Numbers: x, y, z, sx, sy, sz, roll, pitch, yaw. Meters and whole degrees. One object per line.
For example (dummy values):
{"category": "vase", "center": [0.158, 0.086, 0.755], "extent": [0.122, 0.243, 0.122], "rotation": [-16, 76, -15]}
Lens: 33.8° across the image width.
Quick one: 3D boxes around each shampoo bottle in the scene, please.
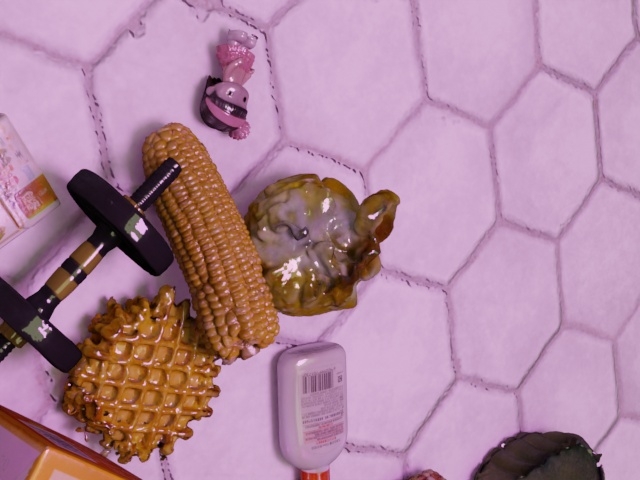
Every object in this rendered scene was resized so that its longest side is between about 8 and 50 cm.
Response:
{"category": "shampoo bottle", "center": [-0.009, 0.252, 1.424], "extent": [0.108, 0.051, 0.221], "rotation": [-9, 102, -38]}

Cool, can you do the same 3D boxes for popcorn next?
{"category": "popcorn", "center": [0.000, 0.000, 1.312], "extent": [0.198, 0.212, 0.198], "rotation": [-9, 90, -69]}

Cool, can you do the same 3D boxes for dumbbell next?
{"category": "dumbbell", "center": [-0.264, 0.033, 1.125], "extent": [0.325, 0.143, 0.143], "rotation": [-48, 122, -15]}

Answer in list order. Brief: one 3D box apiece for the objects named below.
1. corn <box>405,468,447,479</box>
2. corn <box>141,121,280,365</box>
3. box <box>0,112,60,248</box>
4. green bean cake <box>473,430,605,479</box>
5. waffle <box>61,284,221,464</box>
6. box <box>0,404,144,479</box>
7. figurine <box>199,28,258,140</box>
{"category": "corn", "center": [0.092, 0.427, 1.499], "extent": [0.289, 0.098, 0.098], "rotation": [-32, 115, -31]}
{"category": "corn", "center": [-0.132, 0.000, 1.228], "extent": [0.101, 0.101, 0.292], "rotation": [-19, 84, -35]}
{"category": "box", "center": [-0.391, -0.024, 1.100], "extent": [0.220, 0.032, 0.122], "rotation": [-41, 121, -27]}
{"category": "green bean cake", "center": [0.355, 0.428, 1.688], "extent": [0.222, 0.125, 0.227], "rotation": [-19, 106, -32]}
{"category": "waffle", "center": [-0.211, 0.161, 1.246], "extent": [0.197, 0.070, 0.193], "rotation": [-48, 122, -20]}
{"category": "box", "center": [-0.307, 0.321, 1.053], "extent": [0.213, 0.283, 0.260], "rotation": [34, 76, -35]}
{"category": "figurine", "center": [-0.108, -0.191, 1.290], "extent": [0.072, 0.054, 0.129], "rotation": [22, 75, -53]}
